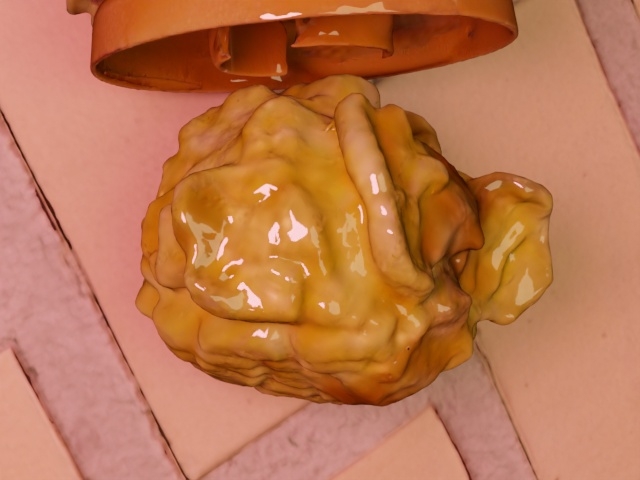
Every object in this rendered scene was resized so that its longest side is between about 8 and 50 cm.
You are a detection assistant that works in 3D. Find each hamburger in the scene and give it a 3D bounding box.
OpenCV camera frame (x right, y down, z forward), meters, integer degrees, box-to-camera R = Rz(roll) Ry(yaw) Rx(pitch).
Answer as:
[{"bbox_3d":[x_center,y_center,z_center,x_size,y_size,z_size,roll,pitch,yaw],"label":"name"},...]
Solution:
[{"bbox_3d":[-0.016,-0.202,1.010,0.274,0.274,0.212,-3,87,-28],"label":"hamburger"}]

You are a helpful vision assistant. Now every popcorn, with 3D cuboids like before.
[{"bbox_3d":[0.011,0.001,1.060,0.235,0.217,0.181,34,65,-65],"label":"popcorn"}]
